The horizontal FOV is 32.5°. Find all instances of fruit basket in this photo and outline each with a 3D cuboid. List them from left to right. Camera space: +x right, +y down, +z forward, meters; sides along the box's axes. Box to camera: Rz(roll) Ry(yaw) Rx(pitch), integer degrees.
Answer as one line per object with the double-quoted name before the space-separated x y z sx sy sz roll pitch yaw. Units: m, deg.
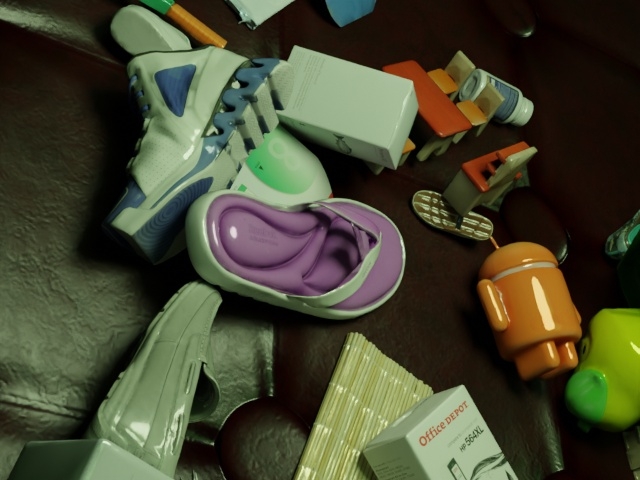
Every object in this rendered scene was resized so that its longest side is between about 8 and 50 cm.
"fruit basket" 0.516 0.123 1.680 0.392 0.392 0.283 -1 65 -38

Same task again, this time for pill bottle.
"pill bottle" 0.301 -0.239 1.874 0.120 0.067 0.067 22 52 -25

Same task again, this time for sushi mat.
"sushi mat" 0.051 0.275 1.402 0.151 0.019 0.316 37 47 -15

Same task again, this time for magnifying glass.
"magnifying glass" -0.229 -0.339 1.533 0.231 0.026 0.092 38 21 -11

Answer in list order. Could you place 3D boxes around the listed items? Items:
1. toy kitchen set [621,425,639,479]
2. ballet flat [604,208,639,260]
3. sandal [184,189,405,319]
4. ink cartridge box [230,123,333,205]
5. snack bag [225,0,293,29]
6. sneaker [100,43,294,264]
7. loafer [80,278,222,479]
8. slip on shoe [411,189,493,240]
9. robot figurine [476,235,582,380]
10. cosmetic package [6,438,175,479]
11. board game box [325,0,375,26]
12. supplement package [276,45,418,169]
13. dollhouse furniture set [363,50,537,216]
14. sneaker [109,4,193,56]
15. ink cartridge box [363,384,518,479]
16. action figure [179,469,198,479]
"toy kitchen set" 0.523 0.326 1.695 0.075 0.068 0.083 8 60 -34
"ballet flat" 0.551 -0.012 1.928 0.188 0.070 0.070 -24 80 -48
"sandal" 0.003 0.015 1.422 0.416 0.102 0.169 1 76 -50
"ink cartridge box" -0.029 -0.032 1.507 0.224 0.056 0.181 39 47 -9
"snack bag" -0.117 -0.521 1.750 0.323 0.037 0.342 49 46 -3
"sneaker" -0.189 -0.132 1.392 0.182 0.127 0.315 28 70 20
"loafer" -0.163 0.156 1.217 0.111 0.112 0.319 32 34 -6
"slip on shoe" 0.200 -0.037 1.694 0.135 0.041 0.051 20 88 -8
"robot figurine" 0.310 0.097 1.634 0.158 0.128 0.219 -13 68 -4
"cosmetic package" -0.111 0.389 1.026 0.453 0.161 0.230 38 59 -27
"board game box" 0.038 -0.425 1.791 0.168 0.033 0.133 -37 126 -47
"supplement package" 0.035 -0.185 1.538 0.179 0.105 0.105 19 80 14
"dollhouse furniture set" 0.194 -0.178 1.674 0.262 0.135 0.259 -22 66 -42
"sneaker" -0.189 -0.243 1.507 0.212 0.080 0.094 49 21 -10
"ink cartridge box" 0.168 0.310 1.406 0.148 0.086 0.203 -31 91 -47
"action figure" -0.224 0.304 1.127 0.285 0.099 0.185 20 46 -32
